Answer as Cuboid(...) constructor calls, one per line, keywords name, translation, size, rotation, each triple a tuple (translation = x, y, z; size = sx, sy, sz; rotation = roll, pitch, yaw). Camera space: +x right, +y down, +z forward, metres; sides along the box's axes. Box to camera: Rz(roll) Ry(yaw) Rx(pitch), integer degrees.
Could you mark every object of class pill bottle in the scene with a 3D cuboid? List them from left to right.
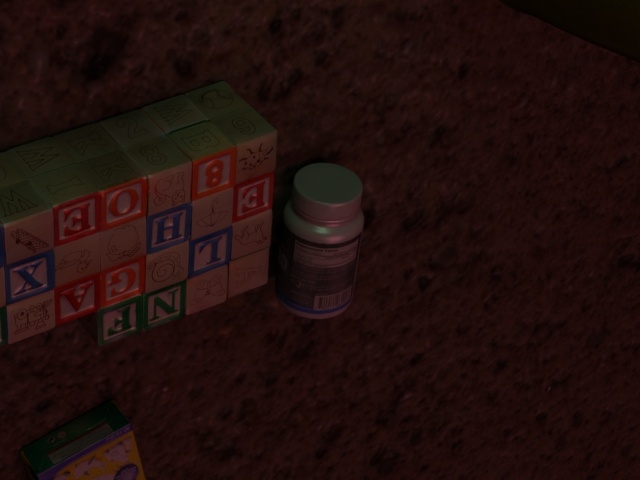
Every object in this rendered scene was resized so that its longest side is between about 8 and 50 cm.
Cuboid(name="pill bottle", translation=(0.000, 0.000, 1.595), size=(0.078, 0.078, 0.137), rotation=(-19, 135, -30))

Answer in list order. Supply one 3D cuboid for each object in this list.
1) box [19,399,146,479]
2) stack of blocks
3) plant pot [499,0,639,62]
Cuboid(name="box", translation=(-0.223, 0.246, 1.644), size=(0.105, 0.043, 0.179), rotation=(-29, 141, -19))
Cuboid(name="stack of blocks", translation=(-0.185, -0.004, 1.412), size=(0.297, 0.087, 0.171), rotation=(-20, 136, -29))
Cuboid(name="plant pot", translation=(0.323, -0.288, 1.406), size=(0.366, 0.353, 0.366), rotation=(-25, 138, -25))
